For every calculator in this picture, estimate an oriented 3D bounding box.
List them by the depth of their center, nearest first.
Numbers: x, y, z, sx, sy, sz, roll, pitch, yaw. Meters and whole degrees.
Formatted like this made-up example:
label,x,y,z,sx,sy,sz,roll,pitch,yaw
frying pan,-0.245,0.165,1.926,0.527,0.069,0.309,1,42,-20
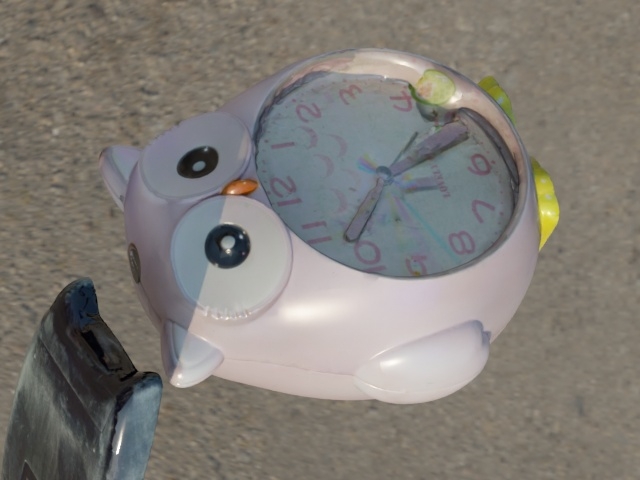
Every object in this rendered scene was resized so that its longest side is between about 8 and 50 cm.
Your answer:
label,x,y,z,sx,sy,sz,roll,pitch,yaw
calculator,-0.203,0.174,1.114,0.040,0.177,0.268,-6,129,-36

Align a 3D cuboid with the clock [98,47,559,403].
label,x,y,z,sx,sy,sz,roll,pitch,yaw
clock,0.000,0.000,1.313,0.376,0.250,0.368,-11,61,-19
